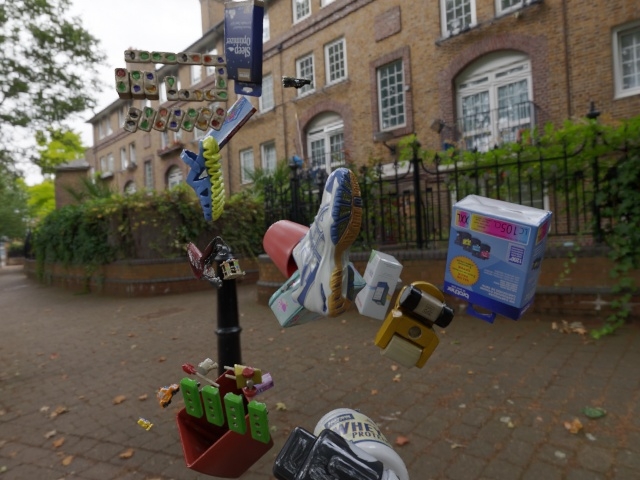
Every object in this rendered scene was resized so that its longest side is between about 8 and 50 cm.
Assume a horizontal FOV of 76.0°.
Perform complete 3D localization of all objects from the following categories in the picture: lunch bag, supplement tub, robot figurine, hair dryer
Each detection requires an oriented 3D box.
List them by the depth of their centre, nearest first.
[{"bbox_3d":[0.041,0.505,0.843,0.278,0.173,0.209,28,0,13],"label":"robot figurine"},{"bbox_3d":[-0.012,0.156,1.202,0.224,0.108,0.279,-43,-25,23],"label":"lunch bag"},{"bbox_3d":[0.099,0.653,1.204,0.235,0.235,0.325,-3,-1,-10],"label":"supplement tub"},{"bbox_3d":[-0.506,0.076,1.838,0.293,0.224,0.080,16,5,36],"label":"hair dryer"}]

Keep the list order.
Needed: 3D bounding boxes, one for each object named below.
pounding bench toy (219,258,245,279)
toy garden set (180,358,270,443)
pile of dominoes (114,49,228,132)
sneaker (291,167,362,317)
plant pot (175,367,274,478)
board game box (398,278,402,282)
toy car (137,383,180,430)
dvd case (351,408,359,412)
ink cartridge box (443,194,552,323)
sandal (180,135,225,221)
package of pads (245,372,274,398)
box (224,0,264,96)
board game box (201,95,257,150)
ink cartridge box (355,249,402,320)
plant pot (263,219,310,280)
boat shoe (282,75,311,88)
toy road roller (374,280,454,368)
[{"bbox_3d":[-0.324,0.105,1.536,0.052,0.065,0.083,-27,-15,31],"label":"pounding bench toy"},{"bbox_3d":[-0.231,0.366,0.997,0.244,0.204,0.049,9,27,23],"label":"toy garden set"},{"bbox_3d":[-0.341,-0.354,0.961,0.251,0.196,0.040,-5,-3,-16],"label":"pile of dominoes"},{"bbox_3d":[0.000,0.000,0.822,0.131,0.296,0.112,7,-1,34],"label":"sneaker"},{"bbox_3d":[-0.323,0.685,1.481,0.267,0.236,0.267,-39,30,-11],"label":"plant pot"},{"bbox_3d":[0.318,0.147,1.967,0.026,0.154,0.103,-46,-25,23],"label":"board game box"},{"bbox_3d":[-0.353,0.353,0.895,0.040,0.060,0.122,34,7,-1],"label":"toy car"},{"bbox_3d":[0.099,0.750,1.753,0.119,0.013,0.087,10,-43,-38],"label":"dvd case"},{"bbox_3d":[0.568,0.077,1.350,0.270,0.395,0.151,21,36,40],"label":"ink cartridge box"},{"bbox_3d":[-0.442,-0.228,1.547,0.138,0.317,0.126,-4,12,2],"label":"sandal"},{"bbox_3d":[-0.180,0.429,1.210,0.083,0.032,0.050,-24,-38,-15],"label":"package of pads"},{"bbox_3d":[-0.202,-0.499,1.074,0.036,0.225,0.136,-17,30,-41],"label":"box"},{"bbox_3d":[-0.410,-0.511,1.824,0.027,0.281,0.145,36,13,-49],"label":"board game box"},{"bbox_3d":[0.206,0.158,1.483,0.093,0.212,0.154,19,9,-6],"label":"ink cartridge box"},{"bbox_3d":[-0.126,0.039,1.934,0.275,0.275,0.243,-3,27,-44],"label":"plant pot"},{"bbox_3d":[-0.085,-0.568,1.478,0.049,0.042,0.133,20,27,36],"label":"boat shoe"},{"bbox_3d":[0.371,0.322,1.659,0.202,0.329,0.240,28,10,-1],"label":"toy road roller"}]
